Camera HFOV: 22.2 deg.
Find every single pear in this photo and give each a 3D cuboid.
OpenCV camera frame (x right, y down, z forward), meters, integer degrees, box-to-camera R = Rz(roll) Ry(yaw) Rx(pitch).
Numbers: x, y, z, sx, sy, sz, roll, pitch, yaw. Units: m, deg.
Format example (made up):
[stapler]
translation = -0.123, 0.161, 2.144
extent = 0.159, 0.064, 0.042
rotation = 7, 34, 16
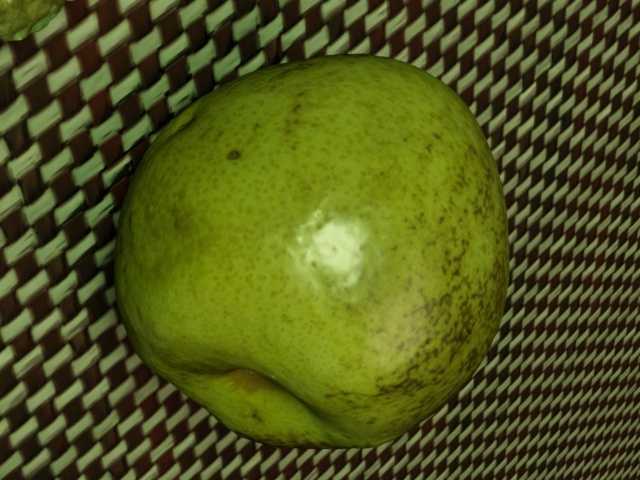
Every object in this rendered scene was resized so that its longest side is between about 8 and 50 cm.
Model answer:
[pear]
translation = 0.000, 0.000, 0.799
extent = 0.197, 0.197, 0.197
rotation = -37, 147, -30

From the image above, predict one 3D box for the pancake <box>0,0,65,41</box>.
[pancake]
translation = -0.147, -0.129, 0.583
extent = 0.377, 0.054, 0.197
rotation = -56, 150, 5
